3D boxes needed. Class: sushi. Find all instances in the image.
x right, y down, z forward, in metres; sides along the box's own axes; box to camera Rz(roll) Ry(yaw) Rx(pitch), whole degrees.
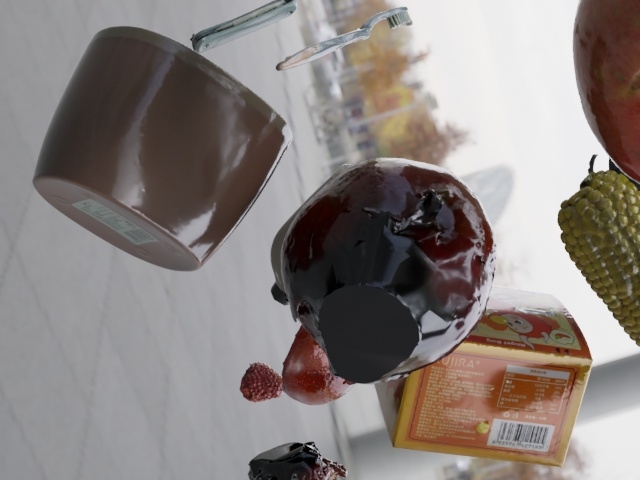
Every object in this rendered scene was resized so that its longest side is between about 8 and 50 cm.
[{"bbox_3d":[-0.030,0.369,1.902,0.172,0.153,0.150,-51,122,-71],"label":"sushi"}]

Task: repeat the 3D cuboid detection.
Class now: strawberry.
[{"bbox_3d":[-0.101,0.256,2.394,0.073,0.083,0.073,-5,96,-53],"label":"strawberry"}]

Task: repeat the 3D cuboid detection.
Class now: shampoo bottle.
[{"bbox_3d":[0.000,0.000,2.082,0.127,0.257,0.078,30,30,-9],"label":"shampoo bottle"}]

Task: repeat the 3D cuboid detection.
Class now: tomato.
[{"bbox_3d":[0.027,0.181,2.053,0.189,0.099,0.173,12,100,-63],"label":"tomato"}]

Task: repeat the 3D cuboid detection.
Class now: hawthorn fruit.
[{"bbox_3d":[0.086,0.040,1.735,0.316,0.316,0.316,-17,90,-87],"label":"hawthorn fruit"}]

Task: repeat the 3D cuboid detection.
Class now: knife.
[{"bbox_3d":[-0.105,-0.304,1.859,0.023,0.162,0.044,60,-18,13],"label":"knife"}]

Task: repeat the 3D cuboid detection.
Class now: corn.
[{"bbox_3d":[0.339,0.057,1.341,0.310,0.101,0.101,55,3,1],"label":"corn"}]

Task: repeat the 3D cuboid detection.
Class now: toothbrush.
[{"bbox_3d":[0.040,-0.303,2.000,0.375,0.028,0.037,-31,97,-51],"label":"toothbrush"}]

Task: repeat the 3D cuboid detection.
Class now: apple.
[{"bbox_3d":[0.463,-0.238,1.510,0.364,0.364,0.364,-17,90,-87],"label":"apple"}]

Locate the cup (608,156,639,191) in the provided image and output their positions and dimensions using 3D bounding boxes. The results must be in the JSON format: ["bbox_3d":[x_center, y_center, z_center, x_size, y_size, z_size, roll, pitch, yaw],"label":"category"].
[{"bbox_3d":[0.542,-0.139,1.815,0.178,0.256,0.255,18,59,-45],"label":"cup"}]

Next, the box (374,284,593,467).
[{"bbox_3d":[0.248,0.197,2.133,0.259,0.283,0.214,-104,-155,-67],"label":"box"}]

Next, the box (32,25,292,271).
[{"bbox_3d":[-0.212,-0.105,1.722,0.216,0.301,0.301,-65,162,-15],"label":"box"}]
